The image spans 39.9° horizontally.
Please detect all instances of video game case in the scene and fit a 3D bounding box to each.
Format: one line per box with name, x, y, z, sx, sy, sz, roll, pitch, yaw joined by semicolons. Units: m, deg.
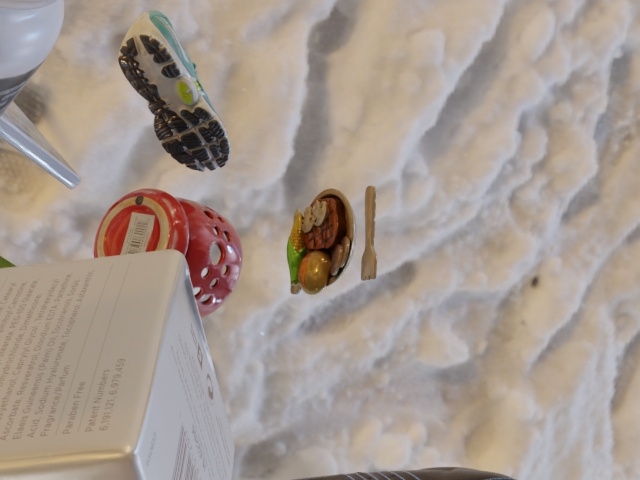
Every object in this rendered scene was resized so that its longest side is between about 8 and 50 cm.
video game case;-0.614;-0.254;1.636;0.036;0.300;0.329;-45;154;-3

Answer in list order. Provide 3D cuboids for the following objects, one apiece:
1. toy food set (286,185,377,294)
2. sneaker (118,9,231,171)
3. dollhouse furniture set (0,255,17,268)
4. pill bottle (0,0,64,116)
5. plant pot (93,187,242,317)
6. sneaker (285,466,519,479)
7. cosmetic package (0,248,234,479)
toy food set;0.000;0.000;1.083;0.039;0.192;0.132;8;77;-31
sneaker;-0.206;-0.223;1.340;0.110;0.107;0.275;-83;158;-47
dollhouse furniture set;-0.610;0.164;1.649;0.197;0.151;0.301;-55;159;-21
pill bottle;-0.254;-0.124;0.514;0.161;0.161;0.283;21;133;-39
plant pot;-0.244;0.018;1.371;0.174;0.191;0.191;31;85;-58
sneaker;0.039;0.206;0.631;0.233;0.090;0.081;-1;76;-2
cosmetic package;-0.325;0.245;0.963;0.394;0.327;0.329;-6;123;4
